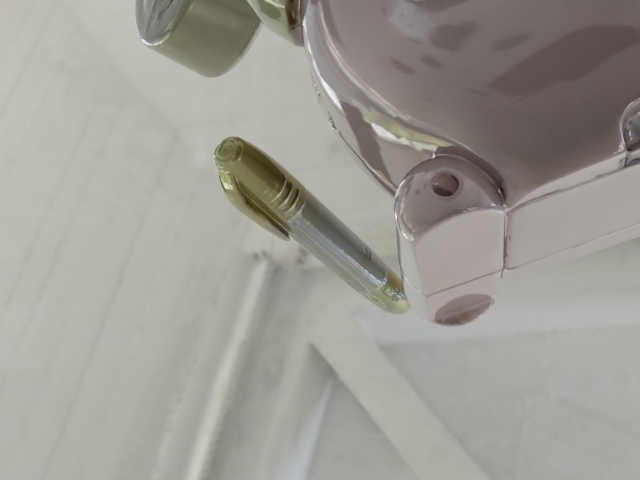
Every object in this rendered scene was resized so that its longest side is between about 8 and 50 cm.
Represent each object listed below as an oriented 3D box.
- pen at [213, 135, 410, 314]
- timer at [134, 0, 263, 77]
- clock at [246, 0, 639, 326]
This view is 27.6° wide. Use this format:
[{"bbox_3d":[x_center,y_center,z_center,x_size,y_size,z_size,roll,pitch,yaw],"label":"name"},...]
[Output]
[{"bbox_3d":[0.000,0.000,0.861,0.032,0.233,0.040,17,-107,40],"label":"pen"},{"bbox_3d":[-0.189,-0.268,1.192,0.175,0.266,0.175,-31,-128,50],"label":"timer"},{"bbox_3d":[0.133,-0.151,0.797,0.342,0.184,0.326,-16,-119,-6],"label":"clock"}]
